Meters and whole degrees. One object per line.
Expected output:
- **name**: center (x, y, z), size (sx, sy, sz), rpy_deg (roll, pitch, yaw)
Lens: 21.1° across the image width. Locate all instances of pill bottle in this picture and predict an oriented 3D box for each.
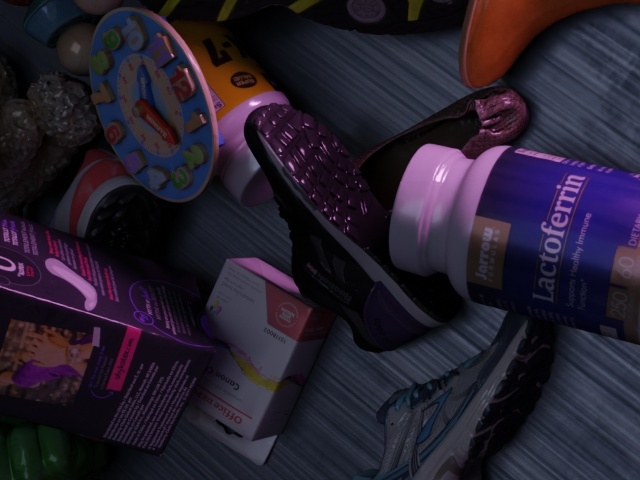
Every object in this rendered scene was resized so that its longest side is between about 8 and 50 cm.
- **pill bottle**: center (0.208, -0.003, 1.595), size (0.265, 0.153, 0.153), rpy_deg (14, 97, 21)
- **pill bottle**: center (-0.106, -0.143, 1.781), size (0.119, 0.119, 0.208), rpy_deg (-46, 72, 20)

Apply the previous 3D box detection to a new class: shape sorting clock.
- **shape sorting clock**: center (-0.172, -0.135, 1.729), size (0.206, 0.040, 0.206), rpy_deg (24, 126, 39)

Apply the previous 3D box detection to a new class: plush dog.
- **plush dog**: center (-0.394, -0.103, 1.847), size (0.262, 0.225, 0.210), rpy_deg (22, 102, 37)

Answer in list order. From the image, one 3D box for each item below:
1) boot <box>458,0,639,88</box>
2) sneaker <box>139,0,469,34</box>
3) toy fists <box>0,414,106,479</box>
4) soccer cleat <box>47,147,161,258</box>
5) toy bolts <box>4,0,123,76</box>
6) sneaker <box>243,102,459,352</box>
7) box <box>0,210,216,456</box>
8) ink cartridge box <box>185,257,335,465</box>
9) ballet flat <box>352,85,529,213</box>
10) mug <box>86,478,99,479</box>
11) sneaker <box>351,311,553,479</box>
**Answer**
- **boot**: center (0.270, -0.245, 1.599), size (0.211, 0.104, 0.295), rpy_deg (28, 99, 24)
- **sneaker**: center (-0.003, -0.303, 1.712), size (0.385, 0.147, 0.145), rpy_deg (7, 138, 10)
- **toy fists**: center (-0.378, 0.233, 1.863), size (0.279, 0.142, 0.096), rpy_deg (-3, 93, 20)
- **soccer cleat**: center (-0.273, 0.050, 1.890), size (0.318, 0.109, 0.116), rpy_deg (-64, 37, 22)
- **toy bolts**: center (-0.303, -0.252, 1.815), size (0.218, 0.228, 0.158), rpy_deg (-33, 79, -8)
- **sneaker**: center (0.000, 0.000, 1.693), size (0.124, 0.107, 0.283), rpy_deg (-33, 102, 33)
- **box**: center (-0.264, 0.089, 1.740), size (0.143, 0.270, 0.165), rpy_deg (-61, 25, 21)
- **ink cartridge box**: center (-0.078, 0.130, 1.798), size (0.115, 0.067, 0.198), rpy_deg (29, 104, 23)
- **ballet flat**: center (0.095, -0.078, 1.713), size (0.250, 0.058, 0.084), rpy_deg (-30, 77, 24)
- **mug**: center (-0.309, 0.329, 1.860), size (0.150, 0.169, 0.113), rpy_deg (-12, 86, 26)
- **sneaker**: center (0.119, 0.171, 1.679), size (0.122, 0.110, 0.283), rpy_deg (37, 106, 25)
